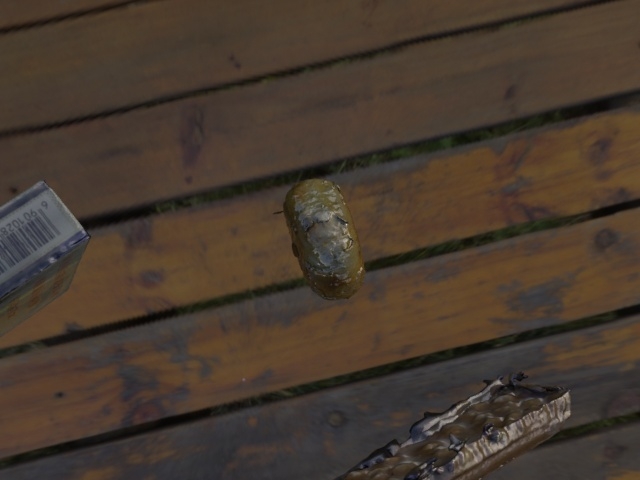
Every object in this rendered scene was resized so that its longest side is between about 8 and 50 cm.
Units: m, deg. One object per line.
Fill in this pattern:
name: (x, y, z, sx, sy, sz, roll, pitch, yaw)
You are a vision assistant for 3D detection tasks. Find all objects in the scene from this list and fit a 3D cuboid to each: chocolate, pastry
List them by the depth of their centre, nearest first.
chocolate: (0.065, 0.194, 0.914, 0.329, 0.102, 0.065, -26, 94, -32)
pastry: (0.005, -0.001, 1.409, 0.081, 0.153, 0.153, -18, 85, -14)

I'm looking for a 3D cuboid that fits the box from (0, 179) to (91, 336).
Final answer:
box: (-0.395, 0.078, 1.217, 0.310, 0.198, 0.084, -37, 86, -26)
